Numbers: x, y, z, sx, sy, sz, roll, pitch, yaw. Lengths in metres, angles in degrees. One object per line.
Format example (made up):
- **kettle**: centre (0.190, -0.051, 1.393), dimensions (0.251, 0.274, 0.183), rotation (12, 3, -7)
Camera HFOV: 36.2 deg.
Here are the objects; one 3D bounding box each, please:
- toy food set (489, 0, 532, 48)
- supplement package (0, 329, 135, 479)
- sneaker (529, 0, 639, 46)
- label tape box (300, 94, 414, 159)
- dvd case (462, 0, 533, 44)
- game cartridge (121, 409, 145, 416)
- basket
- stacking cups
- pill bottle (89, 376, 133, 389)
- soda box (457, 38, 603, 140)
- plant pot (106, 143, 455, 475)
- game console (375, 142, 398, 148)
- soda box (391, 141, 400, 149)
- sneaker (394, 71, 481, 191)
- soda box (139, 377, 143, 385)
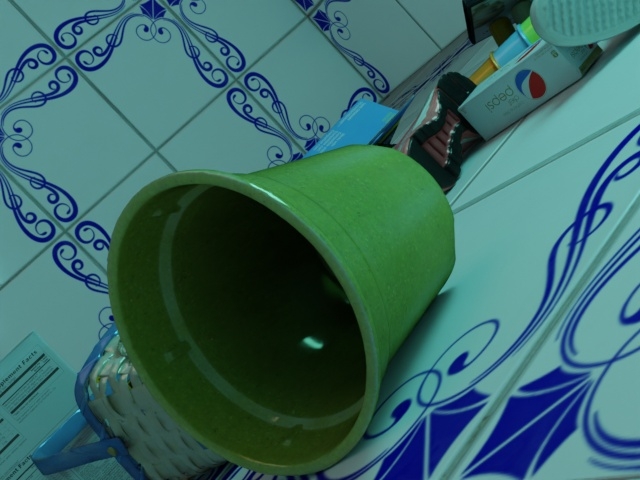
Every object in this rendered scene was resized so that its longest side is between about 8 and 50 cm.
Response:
- **toy food set**: centre (0.417, -0.382, 1.674), dimensions (0.232, 0.105, 0.111), rotation (-26, -7, 1)
- **supplement package**: centre (-0.375, 0.289, 1.323), dimensions (0.198, 0.263, 0.199), rotation (-47, 8, -23)
- **sneaker**: centre (0.418, -0.364, 1.330), dimensions (0.366, 0.135, 0.150), rotation (-36, -2, -13)
- **label tape box**: centre (0.042, -0.163, 1.992), dimensions (0.241, 0.106, 0.334), rotation (-47, -9, -29)
- **dvd case**: centre (0.331, -0.412, 1.674), dimensions (0.180, 0.022, 0.253), rotation (-28, -7, 9)
- **game cartridge**: centre (-0.334, 0.341, 1.697), dimensions (0.198, 0.062, 0.297), rotation (-51, 9, -25)
- **basket**: centre (-0.184, 0.170, 1.170), dimensions (0.289, 0.201, 0.255), rotation (-25, 18, 36)
- **stacking cups**: centre (0.327, -0.306, 1.604), dimensions (0.316, 0.096, 0.096), rotation (-41, 7, 30)
- **pill bottle**: centre (-0.461, 0.348, 2.132), dimensions (0.119, 0.119, 0.208), rotation (-42, 7, 16)
- **soda box**: centre (0.295, -0.227, 1.400), dimensions (0.074, 0.069, 0.216), rotation (-48, 7, -34)
- **plant pot**: centre (-0.006, 0.029, 0.901), dimensions (0.276, 0.276, 0.254), rotation (-38, -3, 41)
- **game console**: centre (0.114, -0.123, 1.908), dimensions (0.107, 0.071, 0.122), rotation (-2, -40, -35)
- **soda box**: centre (0.172, -0.158, 1.754), dimensions (0.063, 0.058, 0.183), rotation (-48, 7, -26)
- **sneaker**: centre (0.165, -0.151, 1.506), dimensions (0.136, 0.116, 0.314), rotation (-39, 8, 44)
- **soda box**: centre (-0.282, 0.246, 1.804), dimensions (0.067, 0.071, 0.210), rotation (-45, 0, -20)
